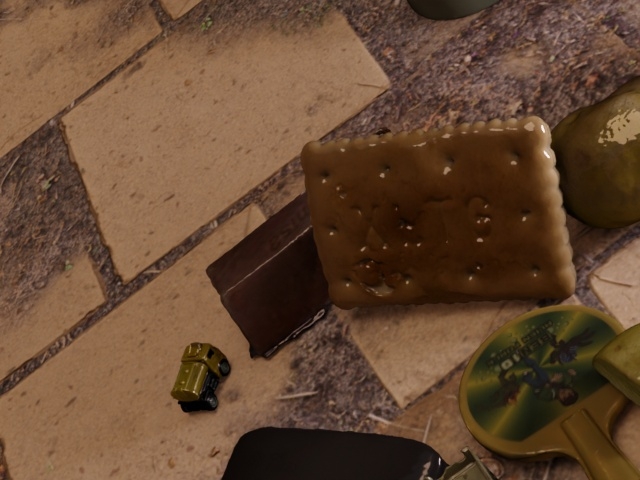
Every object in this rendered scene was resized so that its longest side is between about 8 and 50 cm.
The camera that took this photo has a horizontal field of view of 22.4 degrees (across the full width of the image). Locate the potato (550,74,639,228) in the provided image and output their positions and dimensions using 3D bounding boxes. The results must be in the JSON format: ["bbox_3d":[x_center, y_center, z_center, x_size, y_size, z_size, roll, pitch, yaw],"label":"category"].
[{"bbox_3d":[0.347,-0.098,1.808,0.200,0.137,0.154,-31,8,14],"label":"potato"}]

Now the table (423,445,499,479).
[{"bbox_3d":[0.159,0.269,1.651,0.062,0.083,0.079,-38,40,3],"label":"table"}]

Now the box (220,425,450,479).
[{"bbox_3d":[-0.016,0.339,1.739,0.290,0.073,0.289,-2,53,38],"label":"box"}]

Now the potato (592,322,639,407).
[{"bbox_3d":[0.353,0.096,1.630,0.149,0.081,0.120,-36,44,-13],"label":"potato"}]

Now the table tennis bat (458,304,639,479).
[{"bbox_3d":[0.259,0.180,1.689,0.198,0.050,0.321,-32,36,2],"label":"table tennis bat"}]

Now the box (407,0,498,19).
[{"bbox_3d":[0.182,-0.439,2.244,0.226,0.149,0.226,-23,42,22],"label":"box"}]

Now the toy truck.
[{"bbox_3d":[-0.151,0.168,2.023,0.049,0.054,0.083,-8,48,34],"label":"toy truck"}]

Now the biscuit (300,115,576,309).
[{"bbox_3d":[0.128,-0.024,1.858,0.324,0.217,0.044,-3,17,31],"label":"biscuit"}]

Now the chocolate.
[{"bbox_3d":[0.000,0.000,2.013,0.321,0.112,0.112,-39,37,3],"label":"chocolate"}]
